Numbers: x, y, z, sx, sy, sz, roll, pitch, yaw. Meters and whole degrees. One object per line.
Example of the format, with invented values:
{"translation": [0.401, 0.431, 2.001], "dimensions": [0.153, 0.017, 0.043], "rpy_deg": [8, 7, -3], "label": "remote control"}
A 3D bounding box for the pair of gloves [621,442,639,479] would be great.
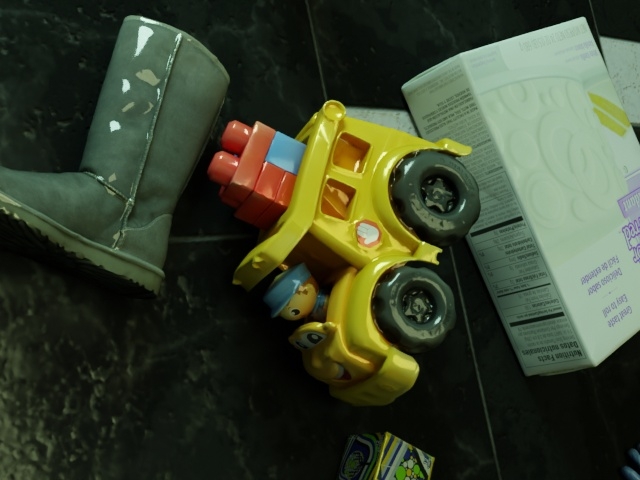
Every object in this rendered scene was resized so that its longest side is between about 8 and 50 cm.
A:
{"translation": [0.417, 0.274, 0.997], "dimensions": [0.198, 0.023, 0.159], "rpy_deg": [-38, 102, -37], "label": "pair of gloves"}

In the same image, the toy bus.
{"translation": [0.000, 0.000, 0.701], "dimensions": [0.211, 0.149, 0.220], "rpy_deg": [22, 65, -16], "label": "toy bus"}

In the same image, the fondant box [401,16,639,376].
{"translation": [0.253, -0.055, 0.930], "dimensions": [0.238, 0.096, 0.330], "rpy_deg": [-25, 93, -40], "label": "fondant box"}

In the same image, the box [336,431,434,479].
{"translation": [0.037, 0.245, 0.697], "dimensions": [0.059, 0.054, 0.169], "rpy_deg": [33, 58, -25], "label": "box"}

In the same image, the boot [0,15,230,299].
{"translation": [-0.161, -0.080, 0.637], "dimensions": [0.190, 0.076, 0.208], "rpy_deg": [32, 65, -42], "label": "boot"}
